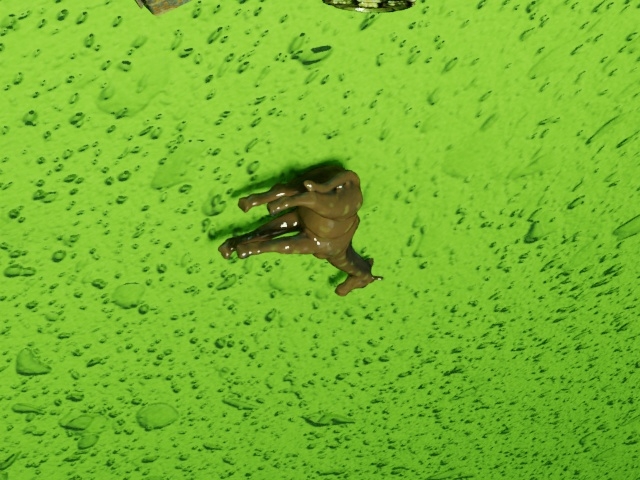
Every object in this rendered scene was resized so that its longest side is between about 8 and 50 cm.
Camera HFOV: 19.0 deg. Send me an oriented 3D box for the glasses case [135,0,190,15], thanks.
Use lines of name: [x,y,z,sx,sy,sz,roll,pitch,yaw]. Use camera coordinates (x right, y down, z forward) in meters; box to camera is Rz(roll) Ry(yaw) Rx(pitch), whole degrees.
glasses case: [-0.158,-0.260,1.451,0.049,0.075,0.218,-25,150,2]

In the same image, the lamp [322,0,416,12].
lamp: [0.041,-0.276,1.464,0.223,0.197,0.223,3,175,0]

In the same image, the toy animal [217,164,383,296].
toy animal: [0.000,0.000,1.983,0.229,0.066,0.224,-10,146,-36]
